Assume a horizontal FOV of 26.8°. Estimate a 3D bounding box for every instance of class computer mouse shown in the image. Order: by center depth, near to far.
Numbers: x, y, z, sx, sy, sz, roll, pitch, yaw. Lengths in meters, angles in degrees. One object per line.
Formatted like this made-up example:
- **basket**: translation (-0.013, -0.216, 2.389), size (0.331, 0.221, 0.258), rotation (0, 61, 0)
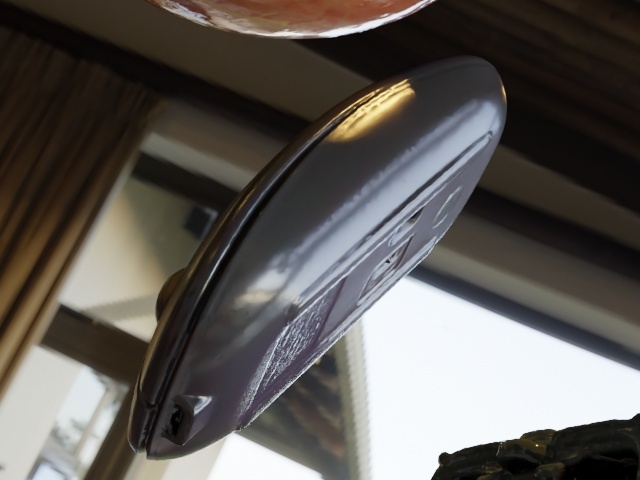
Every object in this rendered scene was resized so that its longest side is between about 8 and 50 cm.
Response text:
- **computer mouse**: translation (-0.001, -0.001, 0.545), size (0.057, 0.232, 0.120), rotation (37, -44, 14)

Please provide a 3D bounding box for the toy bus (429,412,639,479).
- **toy bus**: translation (0.121, 0.268, 0.602), size (0.199, 0.344, 0.183), rotation (32, -28, -23)

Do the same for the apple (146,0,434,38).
- **apple**: translation (-0.036, -0.300, 0.778), size (0.363, 0.364, 0.364), rotation (23, -18, 8)
